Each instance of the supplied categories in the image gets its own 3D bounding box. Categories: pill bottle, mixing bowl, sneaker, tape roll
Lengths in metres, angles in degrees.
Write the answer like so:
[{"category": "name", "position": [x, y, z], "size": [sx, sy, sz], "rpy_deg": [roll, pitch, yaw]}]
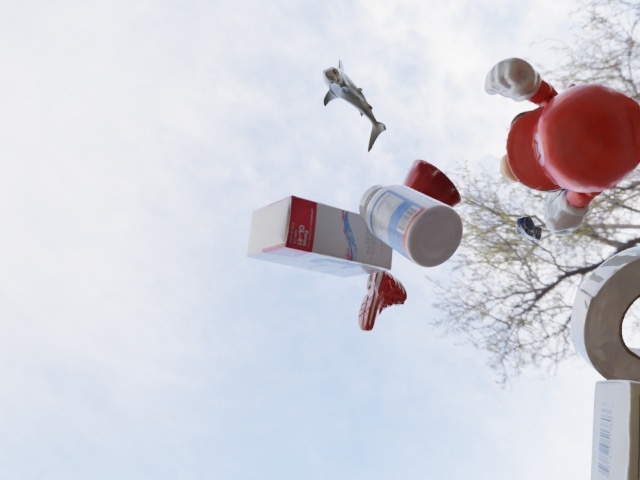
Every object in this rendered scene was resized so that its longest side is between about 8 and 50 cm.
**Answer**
[{"category": "pill bottle", "position": [0.167, -0.041, 0.998], "size": [0.124, 0.221, 0.124], "rpy_deg": [-9, -66, -21]}, {"category": "mixing bowl", "position": [0.293, -0.129, 1.415], "size": [0.098, 0.181, 0.181], "rpy_deg": [-43, -81, -8]}, {"category": "sneaker", "position": [0.193, 0.183, 1.466], "size": [0.128, 0.087, 0.221], "rpy_deg": [26, -124, -10]}, {"category": "sneaker", "position": [0.588, -0.031, 1.451], "size": [0.135, 0.058, 0.052], "rpy_deg": [28, -109, -42]}, {"category": "tape roll", "position": [0.847, 0.201, 1.288], "size": [0.392, 0.072, 0.392], "rpy_deg": [0, -75, -2]}]

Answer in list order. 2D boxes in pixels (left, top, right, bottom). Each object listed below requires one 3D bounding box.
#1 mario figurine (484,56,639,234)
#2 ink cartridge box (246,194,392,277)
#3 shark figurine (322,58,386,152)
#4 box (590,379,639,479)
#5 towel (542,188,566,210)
[{"category": "mario figurine", "position": [0.277, -0.113, 0.644], "size": [0.198, 0.320, 0.170], "rpy_deg": [31, -74, 13]}, {"category": "ink cartridge box", "position": [0.000, 0.000, 1.259], "size": [0.306, 0.226, 0.131], "rpy_deg": [15, -106, -28]}, {"category": "shark figurine", "position": [0.073, -0.391, 1.424], "size": [0.116, 0.166, 0.278], "rpy_deg": [-32, -51, 23]}, {"category": "box", "position": [0.471, 0.245, 0.527], "size": [0.311, 0.121, 0.148], "rpy_deg": [8, -103, 14]}, {"category": "towel", "position": [0.745, -0.208, 1.433], "size": [0.049, 0.187, 0.282], "rpy_deg": [36, -49, 3]}]
